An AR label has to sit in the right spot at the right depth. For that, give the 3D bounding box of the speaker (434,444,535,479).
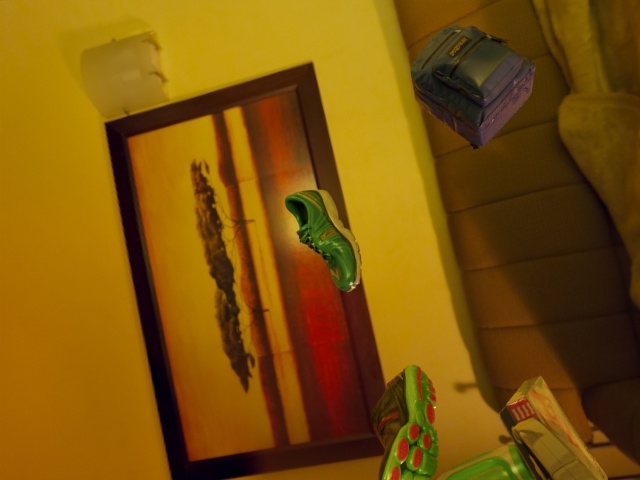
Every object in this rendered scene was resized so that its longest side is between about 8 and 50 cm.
[{"bbox_3d":[0.489,0.726,1.300,0.131,0.296,0.131,44,-158,-23],"label":"speaker"}]

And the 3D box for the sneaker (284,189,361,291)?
[{"bbox_3d":[0.000,0.000,0.977,0.109,0.107,0.275,-5,-126,-38],"label":"sneaker"}]

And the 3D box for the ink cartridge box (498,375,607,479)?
[{"bbox_3d":[0.645,0.567,1.183,0.330,0.071,0.324,0,-123,-55],"label":"ink cartridge box"}]

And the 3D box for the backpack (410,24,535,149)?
[{"bbox_3d":[0.165,-0.188,0.489,0.120,0.098,0.101,45,179,28],"label":"backpack"}]

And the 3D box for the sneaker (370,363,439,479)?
[{"bbox_3d":[0.272,0.640,1.449,0.185,0.202,0.483,46,-148,-7],"label":"sneaker"}]

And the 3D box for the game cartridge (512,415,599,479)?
[{"bbox_3d":[0.422,0.411,0.714,0.198,0.062,0.297,59,-175,6],"label":"game cartridge"}]
